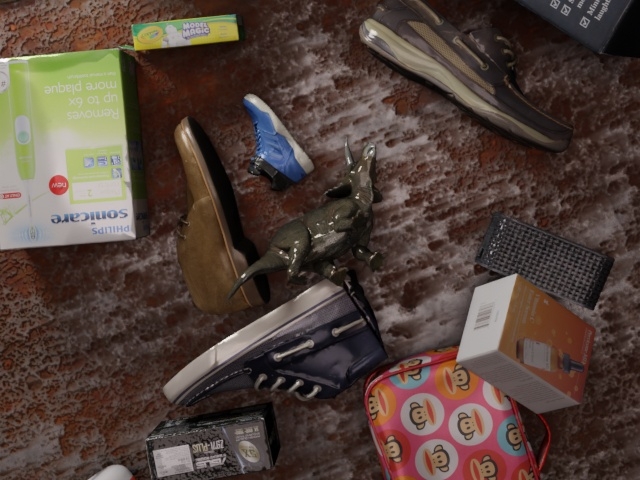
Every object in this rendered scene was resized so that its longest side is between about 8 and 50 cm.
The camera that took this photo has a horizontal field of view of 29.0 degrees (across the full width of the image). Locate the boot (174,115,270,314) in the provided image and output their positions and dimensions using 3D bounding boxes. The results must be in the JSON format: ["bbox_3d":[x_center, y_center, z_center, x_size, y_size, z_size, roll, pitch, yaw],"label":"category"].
[{"bbox_3d":[-0.179,-0.033,1.865,0.115,0.112,0.305,-17,94,14],"label":"boot"}]

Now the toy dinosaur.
[{"bbox_3d":[0.000,0.000,1.828,0.313,0.160,0.121,-41,119,0],"label":"toy dinosaur"}]

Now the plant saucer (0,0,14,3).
[{"bbox_3d":[-0.506,-0.501,1.885,0.278,0.041,0.277,0,92,2],"label":"plant saucer"}]

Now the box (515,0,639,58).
[{"bbox_3d":[0.338,-0.466,1.656,0.395,0.212,0.293,41,116,26],"label":"box"}]

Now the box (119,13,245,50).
[{"bbox_3d":[-0.207,-0.308,1.847,0.179,0.105,0.043,-7,99,2],"label":"box"}]

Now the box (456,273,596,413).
[{"bbox_3d":[0.298,0.151,1.785,0.170,0.091,0.130,33,58,-24],"label":"box"}]

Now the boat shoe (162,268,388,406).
[{"bbox_3d":[-0.058,0.192,1.850,0.341,0.127,0.158,-32,83,3],"label":"boat shoe"}]

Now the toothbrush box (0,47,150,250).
[{"bbox_3d":[-0.377,-0.135,1.855,0.206,0.122,0.283,-4,94,3],"label":"toothbrush box"}]

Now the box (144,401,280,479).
[{"bbox_3d":[-0.158,0.305,1.852,0.180,0.147,0.077,-10,92,2],"label":"box"}]

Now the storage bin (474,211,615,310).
[{"bbox_3d":[0.330,0.029,1.832,0.180,0.122,0.084,23,94,1],"label":"storage bin"}]

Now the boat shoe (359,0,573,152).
[{"bbox_3d":[0.230,-0.256,1.820,0.355,0.132,0.130,32,94,-1],"label":"boat shoe"}]

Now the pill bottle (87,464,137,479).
[{"bbox_3d":[-0.275,0.507,1.848,0.181,0.181,0.323,-38,91,3],"label":"pill bottle"}]

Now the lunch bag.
[{"bbox_3d":[0.213,0.303,1.848,0.258,0.120,0.293,-15,91,-1],"label":"lunch bag"}]

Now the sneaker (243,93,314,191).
[{"bbox_3d":[-0.087,-0.143,1.873,0.085,0.058,0.152,-39,97,-5],"label":"sneaker"}]
